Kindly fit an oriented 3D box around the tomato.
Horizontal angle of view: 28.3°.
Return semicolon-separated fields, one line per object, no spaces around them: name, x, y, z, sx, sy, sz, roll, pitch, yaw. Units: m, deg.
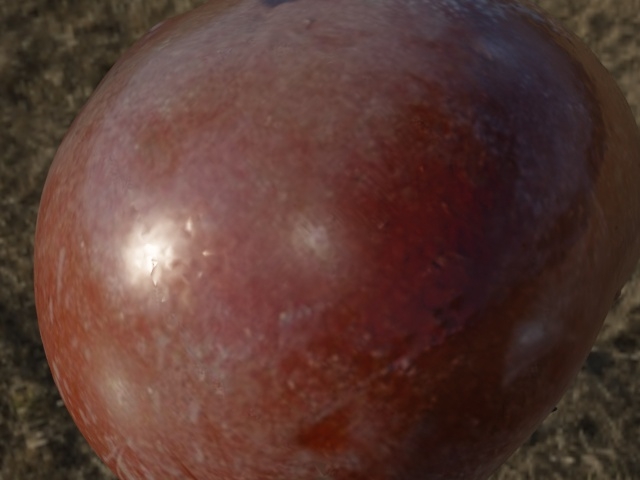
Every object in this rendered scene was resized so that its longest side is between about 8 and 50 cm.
tomato;0.000;0.000;0.545;0.227;0.270;0.270;45;45;-7
